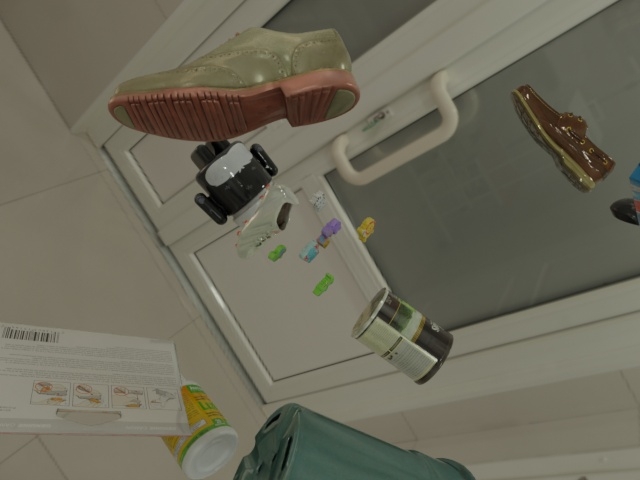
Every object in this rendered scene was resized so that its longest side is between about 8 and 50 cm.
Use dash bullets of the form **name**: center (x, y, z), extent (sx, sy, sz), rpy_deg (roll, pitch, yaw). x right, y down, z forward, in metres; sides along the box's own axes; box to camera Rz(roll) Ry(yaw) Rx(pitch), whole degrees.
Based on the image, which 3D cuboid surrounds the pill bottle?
- **pill bottle**: center (-0.311, 0.415, 1.215), extent (0.136, 0.136, 0.245), rpy_deg (6, 23, -48)

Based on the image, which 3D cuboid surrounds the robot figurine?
- **robot figurine**: center (-0.237, -0.165, 1.466), extent (0.278, 0.209, 0.173), rpy_deg (49, 16, -13)

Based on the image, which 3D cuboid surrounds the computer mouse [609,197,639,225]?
- **computer mouse**: center (0.789, -0.053, 1.190), extent (0.071, 0.242, 0.041), rpy_deg (-32, 128, -34)

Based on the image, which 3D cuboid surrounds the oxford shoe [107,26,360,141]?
- **oxford shoe**: center (-0.142, -0.261, 0.856), extent (0.396, 0.140, 0.147), rpy_deg (-7, 74, -9)

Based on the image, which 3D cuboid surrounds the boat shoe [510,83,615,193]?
- **boat shoe**: center (0.333, -0.149, 0.720), extent (0.178, 0.060, 0.064), rpy_deg (49, 14, -3)

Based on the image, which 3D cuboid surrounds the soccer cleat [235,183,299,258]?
- **soccer cleat**: center (-0.112, -0.027, 1.065), extent (0.076, 0.196, 0.068), rpy_deg (43, 29, 20)

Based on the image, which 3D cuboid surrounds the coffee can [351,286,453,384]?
- **coffee can**: center (0.269, 0.316, 1.733), extent (0.275, 0.201, 0.201), rpy_deg (35, 41, 0)

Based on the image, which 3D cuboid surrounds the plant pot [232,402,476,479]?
- **plant pot**: center (0.034, 0.460, 0.865), extent (0.334, 0.341, 0.341), rpy_deg (32, 45, -12)

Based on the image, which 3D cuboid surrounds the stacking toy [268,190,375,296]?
- **stacking toy**: center (0.000, 0.000, 1.232), extent (0.221, 0.167, 0.052), rpy_deg (-50, 152, -14)

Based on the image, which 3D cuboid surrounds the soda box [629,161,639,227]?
- **soda box**: center (0.582, -0.075, 0.882), extent (0.067, 0.071, 0.210), rpy_deg (36, 1, 42)

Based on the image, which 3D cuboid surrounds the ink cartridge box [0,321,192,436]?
- **ink cartridge box**: center (-0.373, 0.240, 0.834), extent (0.296, 0.066, 0.261), rpy_deg (12, 19, -27)
